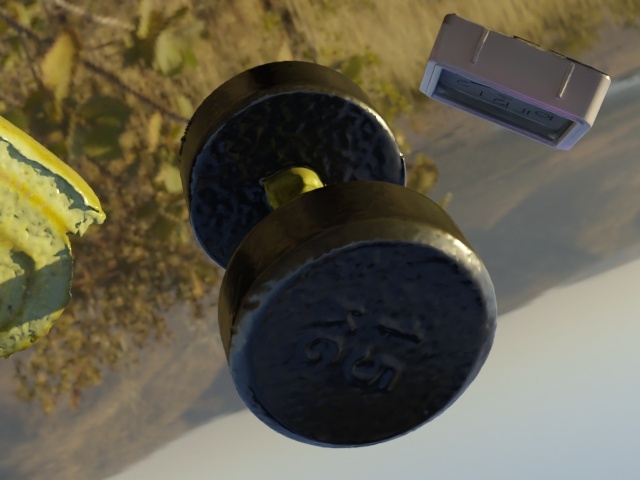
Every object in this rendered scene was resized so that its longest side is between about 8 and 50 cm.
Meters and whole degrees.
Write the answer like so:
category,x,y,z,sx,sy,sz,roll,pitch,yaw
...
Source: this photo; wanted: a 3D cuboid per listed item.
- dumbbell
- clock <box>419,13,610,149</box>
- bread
category,x,y,z,sx,sy,sz,roll,pitch,yaw
dumbbell,0.000,0.000,0.983,0.203,0.204,0.322,-21,-148,-3
clock,0.218,-0.179,1.375,0.197,0.063,0.150,22,173,3
bread,-0.308,-0.028,0.984,0.186,0.257,0.124,-46,-142,-1
